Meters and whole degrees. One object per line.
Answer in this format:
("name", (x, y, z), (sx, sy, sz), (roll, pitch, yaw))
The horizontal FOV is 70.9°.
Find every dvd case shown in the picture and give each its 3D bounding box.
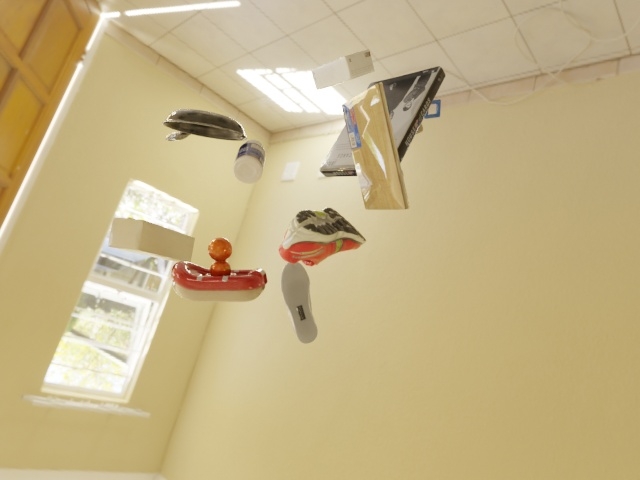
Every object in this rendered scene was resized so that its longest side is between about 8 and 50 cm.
("dvd case", (0.115, -0.223, 0.860), (0.179, 0.239, 0.029), (8, 153, 49))

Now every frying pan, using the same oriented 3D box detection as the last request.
("frying pan", (-0.289, -0.276, 1.126), (0.197, 0.053, 0.326), (7, -176, -18))

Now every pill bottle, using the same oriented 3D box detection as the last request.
("pill bottle", (-0.161, -0.186, 1.036), (0.067, 0.120, 0.067), (0, 125, 0))

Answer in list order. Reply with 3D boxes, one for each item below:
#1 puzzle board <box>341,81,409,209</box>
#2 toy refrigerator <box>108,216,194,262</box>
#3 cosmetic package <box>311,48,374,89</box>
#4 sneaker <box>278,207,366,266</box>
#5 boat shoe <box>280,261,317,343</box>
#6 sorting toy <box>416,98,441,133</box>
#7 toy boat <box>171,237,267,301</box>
("puzzle board", (0.059, -0.097, 0.493), (0.011, 0.128, 0.096), (-17, -171, -18))
("toy refrigerator", (-0.495, 0.000, 1.349), (0.102, 0.094, 0.269), (5, 172, 16))
("cosmetic package", (0.078, -0.621, 1.647), (0.231, 0.117, 0.086), (15, 127, 57))
("sneaker", (0.000, 0.000, 0.973), (0.107, 0.118, 0.279), (45, -159, 24))
("boat shoe", (-0.074, 0.188, 1.392), (0.095, 0.258, 0.084), (-9, -175, -14))
("sorting toy", (0.258, -0.450, 1.589), (0.047, 0.347, 0.196), (-126, 14, -62))
("toy boat", (-0.249, 0.068, 1.106), (0.231, 0.151, 0.151), (0, -176, 2))
